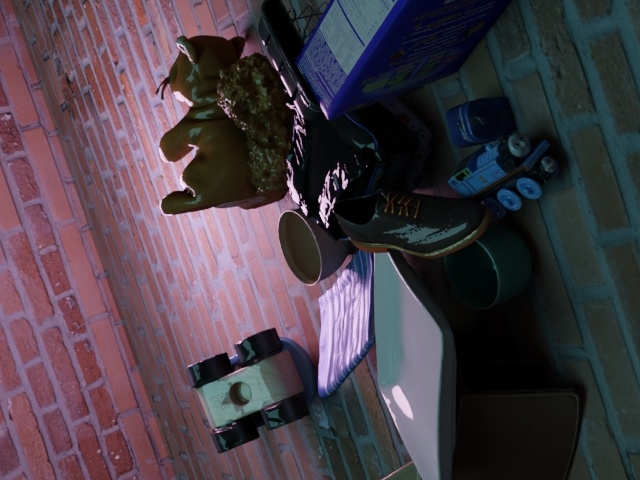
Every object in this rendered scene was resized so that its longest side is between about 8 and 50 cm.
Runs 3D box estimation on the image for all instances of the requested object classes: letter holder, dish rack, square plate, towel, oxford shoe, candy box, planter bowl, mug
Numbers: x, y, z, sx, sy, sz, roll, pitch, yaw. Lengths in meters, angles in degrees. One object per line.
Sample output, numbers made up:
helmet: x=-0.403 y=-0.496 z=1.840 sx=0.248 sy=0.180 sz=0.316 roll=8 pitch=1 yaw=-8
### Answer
letter holder: x=0.313 y=0.320 z=1.763 sx=0.152 sy=0.215 sz=0.301 roll=-94 pitch=5 yaw=-55
dish rack: x=0.044 y=-0.308 z=1.670 sx=0.208 sy=0.272 sz=0.074 roll=64 pitch=149 yaw=13
square plate: x=0.158 y=0.200 z=1.703 sx=0.347 sy=0.049 sz=0.344 roll=-118 pitch=22 yaw=-59
towel: x=0.051 y=0.157 z=2.066 sx=0.336 sy=0.040 sz=0.243 roll=120 pitch=156 yaw=-59
oxford shoe: x=0.137 y=-0.033 z=1.622 sx=0.271 sy=0.096 sz=0.098 roll=-6 pitch=146 yaw=38
candy box: x=0.141 y=-0.337 z=1.490 sx=0.122 sy=0.268 sz=0.317 roll=59 pitch=149 yaw=12
planter bowl: x=0.000 y=0.000 z=2.113 sx=0.162 sy=0.109 sz=0.162 roll=37 pitch=137 yaw=44
mug: x=0.272 y=0.037 z=1.675 sx=0.158 sy=0.097 sz=0.129 roll=3 pitch=110 yaw=59

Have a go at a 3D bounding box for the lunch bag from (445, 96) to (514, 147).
lunch bag: x=0.245 y=-0.184 z=1.582 sx=0.065 sy=0.098 sz=0.067 roll=-18 pitch=87 yaw=59

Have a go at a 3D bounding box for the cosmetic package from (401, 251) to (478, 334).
cosmetic package: x=0.194 y=0.123 z=1.851 sx=0.160 sy=0.113 sz=0.309 roll=38 pitch=138 yaw=44

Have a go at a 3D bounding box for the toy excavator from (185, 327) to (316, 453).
toy excavator: x=-0.173 y=0.377 z=2.569 sx=0.433 sy=0.445 sz=0.222 roll=-26 pitch=82 yaw=20

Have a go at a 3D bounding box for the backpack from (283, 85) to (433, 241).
backpack: x=0.055 y=-0.143 z=1.824 sx=0.276 sy=0.213 sz=0.263 roll=53 pitch=138 yaw=34

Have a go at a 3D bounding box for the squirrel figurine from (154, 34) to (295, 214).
squirrel figurine: x=-0.173 y=-0.267 z=2.155 sx=0.397 sy=0.281 sz=0.370 roll=-14 pitch=84 yaw=47

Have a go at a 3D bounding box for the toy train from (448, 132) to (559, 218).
toy train: x=0.280 y=-0.102 z=1.568 sx=0.105 sy=0.080 sz=0.184 roll=44 pitch=152 yaw=-6

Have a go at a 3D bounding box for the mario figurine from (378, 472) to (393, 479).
mario figurine: x=0.213 y=0.645 z=2.149 sx=0.320 sy=0.170 sz=0.198 roll=53 pitch=164 yaw=19

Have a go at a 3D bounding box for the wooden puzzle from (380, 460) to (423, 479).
wooden puzzle: x=0.227 y=0.594 z=2.001 sx=0.348 sy=0.080 sz=0.322 roll=-37 pitch=71 yaw=18
